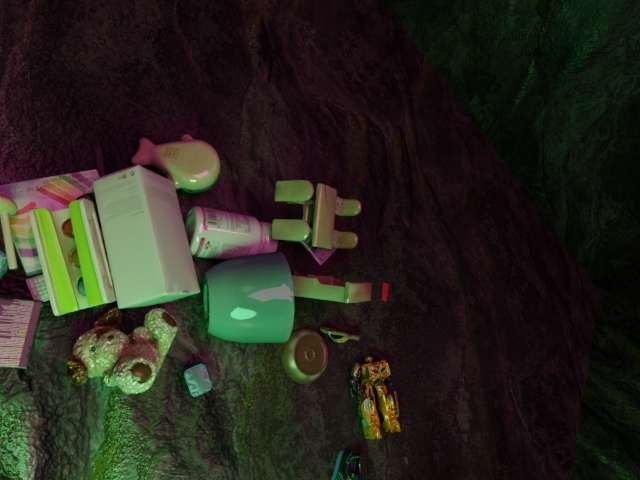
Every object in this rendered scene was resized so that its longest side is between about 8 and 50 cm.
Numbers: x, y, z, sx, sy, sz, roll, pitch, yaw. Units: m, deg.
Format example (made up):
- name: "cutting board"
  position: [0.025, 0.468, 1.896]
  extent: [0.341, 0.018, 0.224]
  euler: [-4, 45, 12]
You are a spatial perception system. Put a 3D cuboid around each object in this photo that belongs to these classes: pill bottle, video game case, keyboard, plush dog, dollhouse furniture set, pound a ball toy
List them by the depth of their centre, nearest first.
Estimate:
- name: "pound a ball toy"
  position: [-0.667, 0.027, 1.051]
  extent: [0.209, 0.136, 0.318]
  euler: [-15, 90, -14]
- name: "plush dog"
  position: [-0.540, 0.307, 1.110]
  extent: [0.226, 0.210, 0.262]
  euler: [24, 33, -12]
- name: "keyboard"
  position: [-0.667, 0.098, 1.164]
  extent: [0.256, 0.014, 0.072]
  euler: [-22, 88, -38]
- name: "pill bottle"
  position: [-0.295, -0.012, 1.372]
  extent: [0.283, 0.160, 0.160]
  euler: [10, 69, -33]
- name: "dollhouse furniture set"
  position: [0.038, 0.006, 1.444]
  extent: [0.362, 0.257, 0.393]
  euler: [11, 83, -59]
- name: "video game case"
  position: [0.000, 0.000, 1.668]
  extent: [0.143, 0.019, 0.157]
  euler: [53, 54, -9]

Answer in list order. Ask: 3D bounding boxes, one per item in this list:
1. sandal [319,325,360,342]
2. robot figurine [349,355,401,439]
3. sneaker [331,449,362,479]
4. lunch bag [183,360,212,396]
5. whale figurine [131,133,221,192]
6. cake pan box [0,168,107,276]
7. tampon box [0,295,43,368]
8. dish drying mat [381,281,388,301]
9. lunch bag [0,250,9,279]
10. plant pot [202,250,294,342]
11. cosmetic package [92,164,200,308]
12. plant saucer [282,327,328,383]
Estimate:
- name: "sandal"
  position: [0.075, 0.366, 1.579]
  extent: [0.180, 0.072, 0.048]
  euler: [23, 84, -32]
- name: "robot figurine"
  position: [0.217, 0.590, 1.586]
  extent: [0.211, 0.085, 0.290]
  euler: [1, 75, -36]
- name: "sneaker"
  position: [0.085, 0.839, 1.407]
  extent: [0.082, 0.091, 0.232]
  euler: [27, 61, -26]
- name: "lunch bag"
  position: [-0.371, 0.411, 1.241]
  extent: [0.067, 0.065, 0.098]
  euler: [-17, 86, -22]
- name: "whale figurine"
  position: [-0.468, -0.248, 1.367]
  extent: [0.272, 0.141, 0.216]
  euler: [12, 67, -6]
- name: "cake pan box"
  position: [-0.711, -0.056, 1.150]
  extent: [0.267, 0.070, 0.245]
  euler: [-20, 90, -39]
- name: "tampon box"
  position: [-0.747, 0.225, 0.997]
  extent: [0.102, 0.121, 0.160]
  euler: [15, 67, -32]
- name: "dish drying mat"
  position: [0.280, 0.225, 1.800]
  extent: [0.032, 0.008, 0.083]
  euler: [25, 61, -28]
- name: "lunch bag"
  position: [-0.874, 0.090, 0.971]
  extent: [0.176, 0.090, 0.218]
  euler: [32, 59, -24]
- name: "plant pot"
  position: [-0.238, 0.181, 1.283]
  extent: [0.236, 0.293, 0.292]
  euler: [0, 75, -22]
- name: "cosmetic package"
  position: [-0.488, -0.003, 1.178]
  extent: [0.155, 0.197, 0.365]
  euler: [-16, 80, 7]
- name: "plant saucer"
  position: [-0.044, 0.412, 1.490]
  extent: [0.199, 0.036, 0.198]
  euler: [12, 68, -31]
